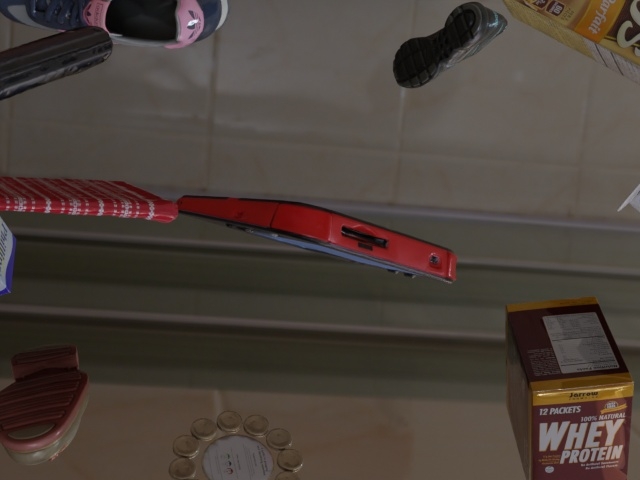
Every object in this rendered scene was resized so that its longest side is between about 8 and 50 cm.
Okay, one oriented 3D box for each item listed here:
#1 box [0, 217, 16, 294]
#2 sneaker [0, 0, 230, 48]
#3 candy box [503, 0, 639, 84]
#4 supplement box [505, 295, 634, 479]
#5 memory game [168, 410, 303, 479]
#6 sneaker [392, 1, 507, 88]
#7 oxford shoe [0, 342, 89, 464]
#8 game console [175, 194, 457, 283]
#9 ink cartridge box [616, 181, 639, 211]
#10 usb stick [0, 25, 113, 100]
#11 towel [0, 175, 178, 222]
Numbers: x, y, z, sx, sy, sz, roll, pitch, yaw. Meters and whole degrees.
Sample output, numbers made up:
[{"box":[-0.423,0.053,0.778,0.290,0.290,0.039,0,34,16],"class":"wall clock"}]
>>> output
[{"box":[-0.552,0.006,1.695,0.137,0.072,0.126,69,8,-46],"class":"box"},{"box":[-0.281,-0.300,1.317,0.131,0.318,0.112,-61,153,-62],"class":"sneaker"},{"box":[0.402,-0.312,1.346,0.183,0.316,0.087,-54,146,3],"class":"candy box"},{"box":[0.332,0.213,1.443,0.194,0.129,0.191,-93,177,-59],"class":"supplement box"},{"box":[-0.113,0.303,1.433,0.186,0.186,0.012,-95,-169,-51],"class":"memory game"},{"box":[0.253,-0.373,2.082,0.267,0.106,0.101,-27,-105,46],"class":"sneaker"},{"box":[-0.360,0.240,1.420,0.348,0.122,0.130,-127,-150,-77],"class":"oxford shoe"},{"box":[0.000,0.000,1.736,0.342,0.386,0.060,5,-100,49],"class":"game console"},{"box":[0.415,-0.074,1.186,0.180,0.060,0.104,-29,157,-46],"class":"ink cartridge box"},{"box":[-0.284,-0.152,0.963,0.278,0.077,0.045,-43,116,-61],"class":"usb stick"},{"box":[-0.324,-0.049,1.247,0.199,0.274,0.031,19,-74,60],"class":"towel"}]
